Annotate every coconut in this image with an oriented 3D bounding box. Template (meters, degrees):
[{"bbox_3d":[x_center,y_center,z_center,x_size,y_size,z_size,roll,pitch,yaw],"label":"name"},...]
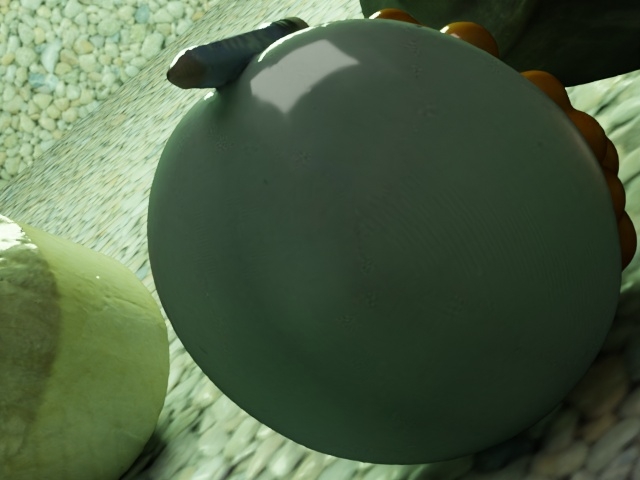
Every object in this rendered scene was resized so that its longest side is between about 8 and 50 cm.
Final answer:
[{"bbox_3d":[-0.212,0.091,0.841,0.202,0.222,0.202,-9,70,27],"label":"coconut"}]

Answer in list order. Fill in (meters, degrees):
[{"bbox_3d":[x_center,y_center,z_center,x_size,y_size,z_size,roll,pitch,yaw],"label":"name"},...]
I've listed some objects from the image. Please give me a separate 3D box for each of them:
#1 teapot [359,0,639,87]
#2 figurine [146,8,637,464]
[{"bbox_3d":[0.161,-0.241,0.681,0.239,0.321,0.239,0,3,-24],"label":"teapot"},{"bbox_3d":[0.028,0.013,0.662,0.382,0.225,0.205,97,-163,-83],"label":"figurine"}]
